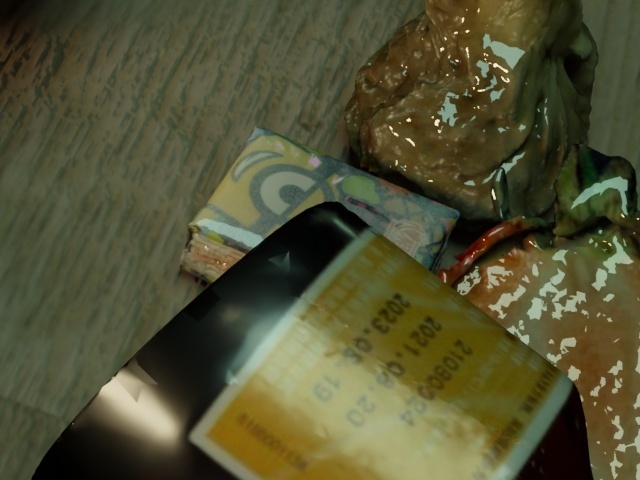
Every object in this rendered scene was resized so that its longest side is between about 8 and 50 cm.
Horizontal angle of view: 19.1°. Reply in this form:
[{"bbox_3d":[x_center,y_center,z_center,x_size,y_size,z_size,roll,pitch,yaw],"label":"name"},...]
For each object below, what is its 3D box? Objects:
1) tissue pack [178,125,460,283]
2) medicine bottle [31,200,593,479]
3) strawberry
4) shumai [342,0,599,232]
[{"bbox_3d":[0.000,0.000,1.188,0.148,0.060,0.108,24,48,7],"label":"tissue pack"},{"bbox_3d":[0.069,0.182,0.941,0.395,0.242,0.242,42,50,4],"label":"medicine bottle"},{"bbox_3d":[0.167,0.087,1.135,0.188,0.106,0.286,-7,61,7],"label":"strawberry"},{"bbox_3d":[0.114,-0.122,1.254,0.166,0.175,0.206,19,50,1],"label":"shumai"}]
